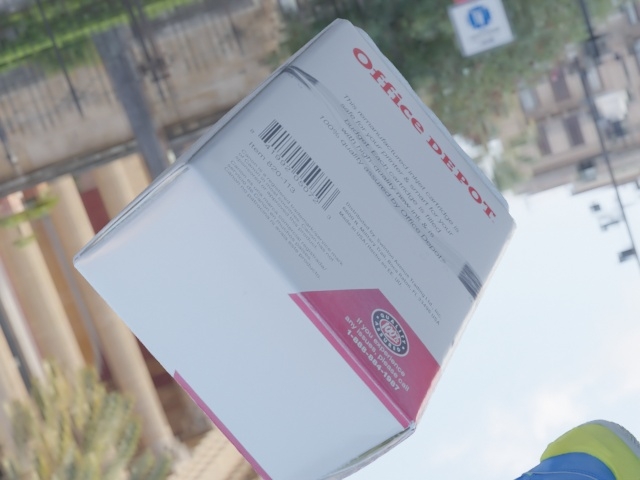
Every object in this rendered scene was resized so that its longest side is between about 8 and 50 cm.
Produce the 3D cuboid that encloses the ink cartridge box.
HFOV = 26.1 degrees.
[{"bbox_3d":[0.000,0.000,0.915,0.117,0.207,0.283,-36,-171,32],"label":"ink cartridge box"}]

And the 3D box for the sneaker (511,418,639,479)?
[{"bbox_3d":[0.195,0.238,0.893,0.126,0.240,0.091,-23,148,-9],"label":"sneaker"}]
